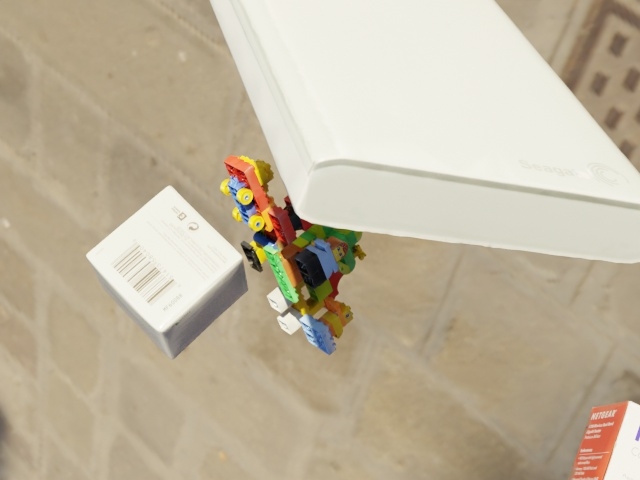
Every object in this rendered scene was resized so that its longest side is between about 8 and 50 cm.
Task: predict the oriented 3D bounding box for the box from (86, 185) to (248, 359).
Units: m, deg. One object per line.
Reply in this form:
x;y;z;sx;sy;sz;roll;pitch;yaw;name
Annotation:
-0.134;0.030;0.991;0.101;0.102;0.087;43;163;16;box

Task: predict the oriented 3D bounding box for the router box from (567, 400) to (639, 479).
0.347;0.342;0.949;0.335;0.301;0.082;23;165;-4;router box

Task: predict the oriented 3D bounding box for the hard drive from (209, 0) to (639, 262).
0.045;-0.105;0.643;0.308;0.203;0.040;-113;38;-49;hard drive

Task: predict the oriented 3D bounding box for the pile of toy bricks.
0.000;0.000;1.008;0.118;0.105;0.212;29;151;43;pile of toy bricks
